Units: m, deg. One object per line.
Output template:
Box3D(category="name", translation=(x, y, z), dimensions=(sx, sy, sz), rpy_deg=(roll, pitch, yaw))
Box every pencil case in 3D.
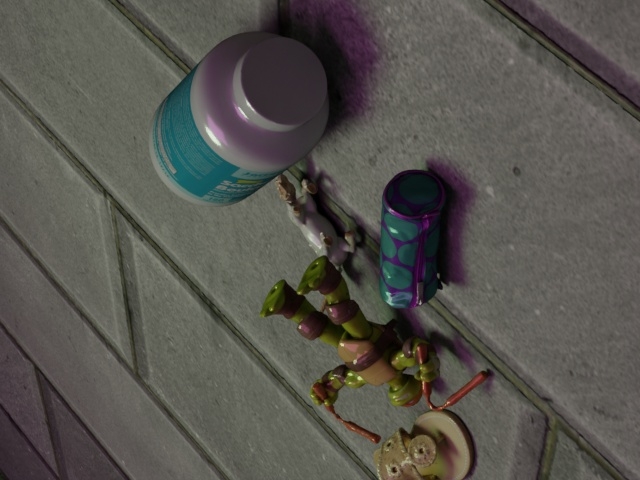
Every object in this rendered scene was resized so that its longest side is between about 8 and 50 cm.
Box3D(category="pencil case", translation=(0.092, 0.002, 1.597), dimensions=(0.151, 0.064, 0.070), rpy_deg=(89, 159, -49))

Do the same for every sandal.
Box3D(category="sandal", translation=(0.099, 0.266, 1.868), dimensions=(0.088, 0.079, 0.240), rpy_deg=(57, 156, 5))

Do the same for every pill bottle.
Box3D(category="pill bottle", translation=(-0.082, -0.130, 1.682), dimensions=(0.146, 0.146, 0.264), rpy_deg=(60, 157, 0))

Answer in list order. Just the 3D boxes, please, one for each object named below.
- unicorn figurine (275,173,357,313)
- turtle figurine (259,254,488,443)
Box3D(category="unicorn figurine", translation=(0.000, 0.000, 1.796), dimensions=(0.111, 0.060, 0.162), rpy_deg=(111, 139, -72))
Box3D(category="turtle figurine", translation=(0.053, 0.113, 1.758), dimensions=(0.217, 0.087, 0.269), rpy_deg=(45, 147, -16))
